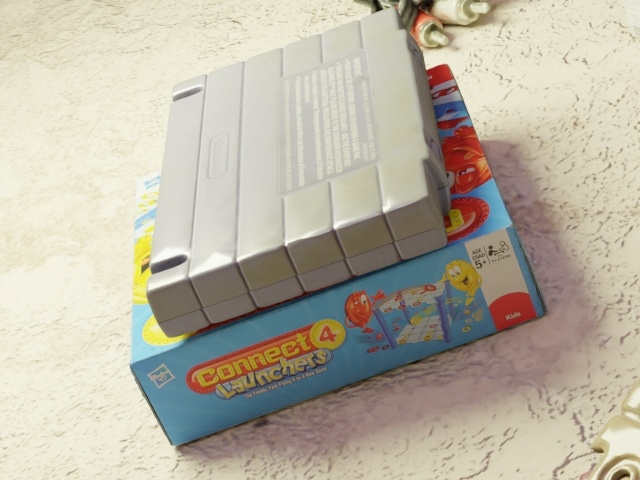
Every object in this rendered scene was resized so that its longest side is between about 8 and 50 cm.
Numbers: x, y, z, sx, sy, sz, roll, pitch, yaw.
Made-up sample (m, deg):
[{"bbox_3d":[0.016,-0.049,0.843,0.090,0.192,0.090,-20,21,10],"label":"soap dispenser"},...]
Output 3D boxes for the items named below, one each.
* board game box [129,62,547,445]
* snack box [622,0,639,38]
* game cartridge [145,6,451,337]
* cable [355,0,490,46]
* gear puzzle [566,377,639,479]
[{"bbox_3d":[0.000,0.000,1.259,0.308,0.086,0.302,-21,29,5],"label":"board game box"},{"bbox_3d":[0.330,-0.193,1.360,0.022,0.064,0.178,-31,30,-14],"label":"snack box"},{"bbox_3d":[-0.017,-0.066,1.234,0.230,0.068,0.355,-15,30,8],"label":"game cartridge"},{"bbox_3d":[0.086,-0.255,1.674,0.139,0.072,0.287,-48,22,-8],"label":"cable"},{"bbox_3d":[0.284,0.143,0.826,0.175,0.044,0.339,-52,31,-12],"label":"gear puzzle"}]
